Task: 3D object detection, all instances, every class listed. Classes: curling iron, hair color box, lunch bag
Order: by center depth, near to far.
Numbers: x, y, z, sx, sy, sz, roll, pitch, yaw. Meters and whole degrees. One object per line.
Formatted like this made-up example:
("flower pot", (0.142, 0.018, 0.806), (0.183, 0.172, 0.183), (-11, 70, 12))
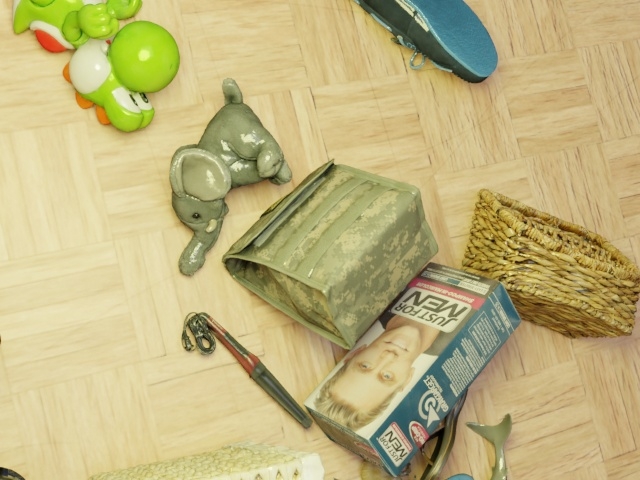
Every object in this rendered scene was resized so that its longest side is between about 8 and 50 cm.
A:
("lunch bag", (0.000, 0.000, 1.375), (0.235, 0.287, 0.169), (-45, 134, -23))
("curling iron", (-0.120, 0.216, 1.413), (0.274, 0.035, 0.068), (41, 74, -9))
("hair color box", (0.154, 0.201, 1.432), (0.347, 0.174, 0.105), (-46, 124, -21))

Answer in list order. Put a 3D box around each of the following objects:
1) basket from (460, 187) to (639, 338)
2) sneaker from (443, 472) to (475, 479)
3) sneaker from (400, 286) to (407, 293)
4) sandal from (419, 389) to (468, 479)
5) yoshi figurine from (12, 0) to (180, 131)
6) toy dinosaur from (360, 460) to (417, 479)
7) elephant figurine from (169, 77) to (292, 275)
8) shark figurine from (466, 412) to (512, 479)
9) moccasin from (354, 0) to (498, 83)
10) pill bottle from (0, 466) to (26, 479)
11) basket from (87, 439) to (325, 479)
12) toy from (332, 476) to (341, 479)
("basket", (0.427, 0.030, 1.551), (0.299, 0.213, 0.223), (21, 75, -16))
("sneaker", (0.171, 0.452, 1.414), (0.209, 0.082, 0.069), (-32, 64, -9))
("sneaker", (0.072, 0.072, 1.493), (0.190, 0.071, 0.083), (-3, 91, -19))
("sandal", (0.203, 0.321, 1.491), (0.060, 0.090, 0.219), (20, 71, 5))
("yoshi figurine", (-0.342, -0.353, 1.345), (0.203, 0.203, 0.362), (-35, 97, -28))
("toy dinosaur", (0.114, 0.402, 1.470), (0.092, 0.053, 0.183), (-7, 98, -8))
("elephant figurine", (-0.179, -0.097, 1.390), (0.239, 0.169, 0.186), (-33, 64, -7))
("shark figurine", (0.288, 0.449, 1.486), (0.166, 0.116, 0.278), (39, 72, -12))
("moccasin", (0.178, -0.414, 1.590), (0.342, 0.117, 0.138), (44, 57, -4))
("pill bottle", (-0.446, 0.371, 1.167), (0.123, 0.219, 0.123), (3, 80, -19))
("basket", (-0.160, 0.461, 1.190), (0.266, 0.331, 0.328), (-2, 81, -24))
("toy", (-0.009, 0.429, 1.328), (0.056, 0.237, 0.137), (15, 75, 6))
